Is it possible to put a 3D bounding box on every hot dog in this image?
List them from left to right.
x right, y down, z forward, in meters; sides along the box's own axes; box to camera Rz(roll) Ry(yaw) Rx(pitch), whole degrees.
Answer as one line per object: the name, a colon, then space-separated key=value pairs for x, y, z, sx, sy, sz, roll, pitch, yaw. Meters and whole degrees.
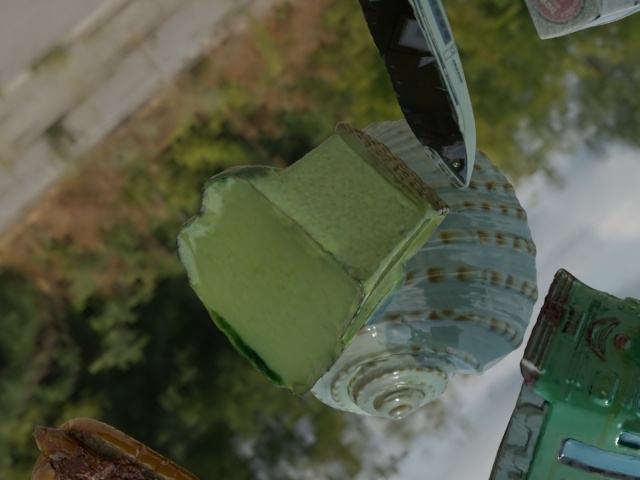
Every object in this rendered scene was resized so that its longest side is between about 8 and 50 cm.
hot dog: x=-0.171 y=0.251 z=1.884 sx=0.102 sy=0.249 sz=0.076 roll=-58 pitch=-169 yaw=-7

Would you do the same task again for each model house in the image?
model house: x=0.000 y=0.000 z=1.864 sx=0.189 sy=0.195 sz=0.214 roll=-38 pitch=163 yaw=-37

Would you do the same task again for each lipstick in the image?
lipstick: x=0.284 y=-0.251 z=1.923 sx=0.077 sy=0.076 sz=0.290 roll=-20 pitch=180 yaw=31

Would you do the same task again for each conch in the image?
conch: x=0.067 y=0.029 z=2.157 sx=0.303 sy=0.319 sz=0.215 roll=-26 pitch=173 yaw=33

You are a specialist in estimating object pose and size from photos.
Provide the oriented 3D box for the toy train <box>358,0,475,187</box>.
toy train: x=0.079 y=-0.161 z=1.591 sx=0.055 sy=0.252 sz=0.048 roll=-6 pitch=-155 yaw=38

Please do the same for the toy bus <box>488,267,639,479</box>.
toy bus: x=0.263 y=0.217 z=1.924 sx=0.183 sy=0.199 sz=0.343 roll=-60 pitch=165 yaw=-47
